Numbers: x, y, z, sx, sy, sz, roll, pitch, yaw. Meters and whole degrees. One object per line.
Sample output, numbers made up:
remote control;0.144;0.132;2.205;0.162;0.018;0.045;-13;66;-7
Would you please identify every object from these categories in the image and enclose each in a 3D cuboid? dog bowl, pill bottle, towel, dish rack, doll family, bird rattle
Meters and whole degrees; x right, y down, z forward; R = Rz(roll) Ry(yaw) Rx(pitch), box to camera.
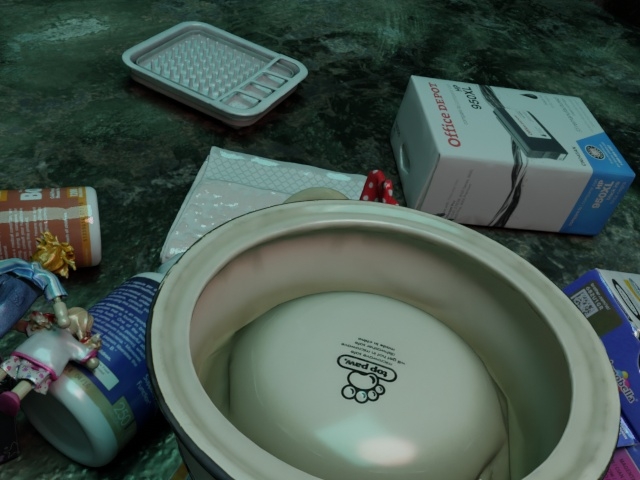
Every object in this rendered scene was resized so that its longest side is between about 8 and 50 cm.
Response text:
dog bowl;0.047;0.130;0.596;0.408;0.150;0.408;7;36;-5
pill bottle;-0.228;0.134;0.787;0.153;0.153;0.264;30;45;15
towel;-0.071;-0.034;1.087;0.332;0.053;0.317;12;43;-3
dish rack;-0.225;-0.357;1.368;0.333;0.072;0.285;27;44;12
pill bottle;-0.433;-0.014;0.907;0.216;0.121;0.121;-5;46;-21
doll family;-0.341;0.046;0.638;0.263;0.118;0.163;24;39;6
bird rattle;0.000;0.000;0.896;0.207;0.253;0.143;33;9;37

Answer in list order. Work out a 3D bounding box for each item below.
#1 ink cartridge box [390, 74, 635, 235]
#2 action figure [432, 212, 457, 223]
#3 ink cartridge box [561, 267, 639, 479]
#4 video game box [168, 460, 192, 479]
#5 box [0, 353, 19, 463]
ink cartridge box;0.367;-0.173;1.274;0.395;0.166;0.285;4;43;-11
action figure;0.165;0.052;0.990;0.164;0.141;0.276;53;42;-6
ink cartridge box;0.418;0.185;0.796;0.396;0.151;0.270;8;48;-44
video game box;-0.021;0.216;0.631;0.187;0.048;0.205;17;37;16
box;-0.454;0.137;0.712;0.142;0.163;0.247;-17;52;-35
